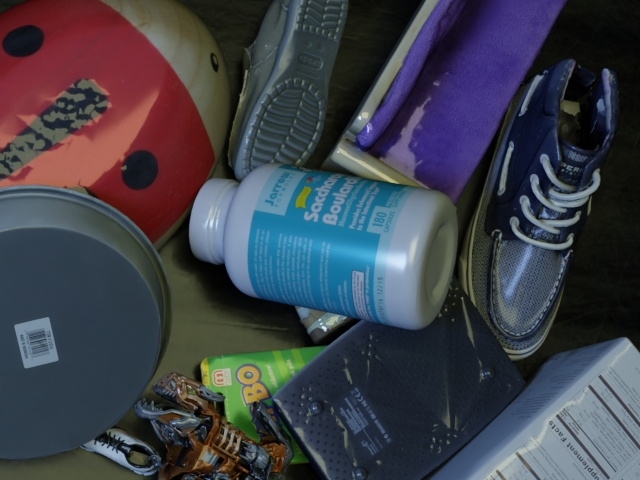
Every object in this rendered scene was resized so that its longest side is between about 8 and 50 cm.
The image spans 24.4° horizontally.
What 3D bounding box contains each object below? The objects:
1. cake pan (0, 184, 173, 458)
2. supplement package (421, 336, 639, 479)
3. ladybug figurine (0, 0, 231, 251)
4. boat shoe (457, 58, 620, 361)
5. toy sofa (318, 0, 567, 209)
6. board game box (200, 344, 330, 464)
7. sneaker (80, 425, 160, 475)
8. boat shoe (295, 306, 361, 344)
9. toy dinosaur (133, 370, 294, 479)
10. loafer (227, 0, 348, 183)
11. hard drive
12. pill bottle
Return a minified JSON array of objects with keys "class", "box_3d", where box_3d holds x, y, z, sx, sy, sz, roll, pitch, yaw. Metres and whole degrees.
[{"class":"cake pan","box_3d":[-0.283,0.090,1.441,0.293,0.054,0.293,-7,115,-15]},{"class":"supplement package","box_3d":[0.252,0.266,1.558,0.262,0.199,0.198,-39,91,-16]},{"class":"ladybug figurine","box_3d":[-0.278,-0.097,1.526,0.305,0.162,0.449,45,74,-2]},{"class":"boat shoe","box_3d":[0.243,-0.041,1.636,0.127,0.158,0.341,11,77,-10]},{"class":"toy sofa","box_3d":[0.156,-0.196,1.638,0.150,0.177,0.363,32,73,-5]},{"class":"board game box","box_3d":[0.001,0.177,1.604,0.259,0.039,0.124,-4,80,-17]},{"class":"sneaker","box_3d":[-0.215,0.210,1.545,0.109,0.044,0.040,25,77,-5]},{"class":"boat shoe","box_3d":[0.058,0.039,1.631,0.190,0.068,0.072,-28,75,-16]},{"class":"toy dinosaur","box_3d":[-0.093,0.291,1.497,0.218,0.164,0.322,-40,90,-20]},{"class":"loafer","box_3d":[-0.042,-0.175,1.646,0.094,0.087,0.251,23,86,-34]},{"class":"hard drive","box_3d":[0.080,0.162,1.573,0.254,0.054,0.172,-35,91,-25]},{"class":"pill bottle","box_3d":[0.000,0.000,1.544,0.264,0.146,0.146,10,75,20]}]
